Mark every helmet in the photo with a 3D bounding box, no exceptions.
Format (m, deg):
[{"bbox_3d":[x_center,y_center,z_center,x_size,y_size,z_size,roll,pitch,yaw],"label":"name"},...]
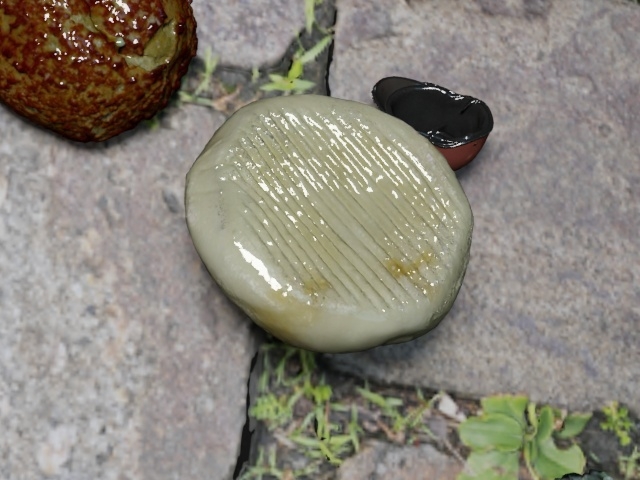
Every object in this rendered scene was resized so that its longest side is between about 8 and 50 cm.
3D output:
[{"bbox_3d":[0.069,-0.072,0.915,0.084,0.049,0.065,19,42,3],"label":"helmet"}]

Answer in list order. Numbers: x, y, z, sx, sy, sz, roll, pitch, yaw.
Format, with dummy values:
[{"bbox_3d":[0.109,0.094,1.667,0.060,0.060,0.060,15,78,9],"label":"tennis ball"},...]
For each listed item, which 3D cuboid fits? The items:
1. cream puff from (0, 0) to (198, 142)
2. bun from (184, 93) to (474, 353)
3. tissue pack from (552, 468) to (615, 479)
[{"bbox_3d":[-0.143,-0.136,0.839,0.149,0.084,0.149,4,78,-19],"label":"cream puff"},{"bbox_3d":[0.000,0.000,0.845,0.183,0.102,0.183,9,56,-14],"label":"bun"},{"bbox_3d":[0.273,0.289,0.853,0.311,0.128,0.228,16,74,-15],"label":"tissue pack"}]
